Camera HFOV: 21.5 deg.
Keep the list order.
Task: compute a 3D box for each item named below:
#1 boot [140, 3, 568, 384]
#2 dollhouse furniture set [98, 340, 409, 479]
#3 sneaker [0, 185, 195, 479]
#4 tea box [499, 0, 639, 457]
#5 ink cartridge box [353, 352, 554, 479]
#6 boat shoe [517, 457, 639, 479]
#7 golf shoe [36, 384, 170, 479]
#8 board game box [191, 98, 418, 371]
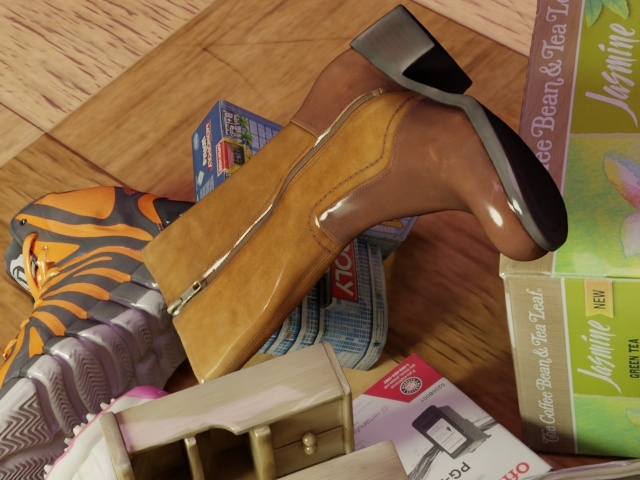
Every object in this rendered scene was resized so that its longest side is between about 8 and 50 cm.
[{"bbox_3d":[0.009,-0.001,1.152,0.280,0.096,0.264,-43,50,10],"label":"boot"},{"bbox_3d":[-0.025,0.210,1.081,0.161,0.212,0.242,-18,57,-10],"label":"dollhouse furniture set"},{"bbox_3d":[-0.208,0.072,1.351,0.180,0.124,0.321,19,44,31],"label":"sneaker"},{"bbox_3d":[0.313,-0.027,1.246,0.323,0.220,0.329,0,49,14],"label":"tea box"},{"bbox_3d":[0.083,0.169,1.224,0.109,0.063,0.150,-36,51,-20],"label":"ink cartridge box"},{"bbox_3d":[0.268,0.186,1.117,0.302,0.094,0.109,-6,78,-3],"label":"boat shoe"},{"bbox_3d":[-0.159,0.246,1.188,0.140,0.115,0.306,22,63,17],"label":"golf shoe"},{"bbox_3d":[0.000,0.000,1.344,0.194,0.060,0.194,11,55,-26],"label":"board game box"}]
